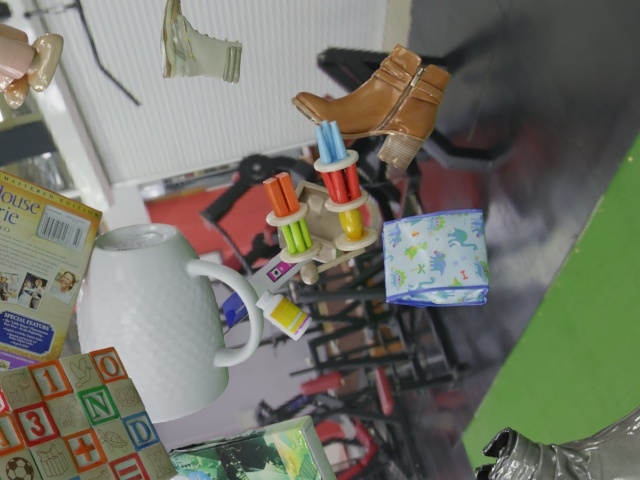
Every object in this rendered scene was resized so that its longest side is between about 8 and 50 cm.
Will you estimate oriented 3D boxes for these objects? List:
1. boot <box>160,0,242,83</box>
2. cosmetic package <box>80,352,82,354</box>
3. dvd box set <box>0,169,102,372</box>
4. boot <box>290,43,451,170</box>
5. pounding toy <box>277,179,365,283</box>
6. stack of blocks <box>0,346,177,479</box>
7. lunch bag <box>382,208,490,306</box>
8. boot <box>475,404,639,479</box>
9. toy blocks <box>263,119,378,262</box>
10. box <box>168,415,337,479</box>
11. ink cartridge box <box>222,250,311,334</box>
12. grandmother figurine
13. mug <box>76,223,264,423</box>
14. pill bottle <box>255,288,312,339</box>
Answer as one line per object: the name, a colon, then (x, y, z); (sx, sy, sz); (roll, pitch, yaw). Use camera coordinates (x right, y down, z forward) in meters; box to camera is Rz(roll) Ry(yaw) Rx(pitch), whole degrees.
boot: (-0.248, -0.415, 1.696); (0.077, 0.165, 0.213); (117, 151, -53)
cosmetic package: (-0.546, 0.277, 2.161); (0.085, 0.117, 0.231); (55, -141, -23)
dvd box set: (-0.574, 0.085, 1.388); (0.062, 0.307, 0.420); (-23, 51, 50)
boot: (0.104, -0.292, 1.616); (0.220, 0.283, 0.109); (-64, 3, 8)
pounding toy: (0.007, 0.008, 1.649); (0.094, 0.181, 0.206); (88, -156, -61)
stack of blocks: (-0.307, 0.225, 0.835); (0.297, 0.087, 0.171); (-7, -117, -60)
lunch bag: (0.169, 0.029, 1.210); (0.096, 0.151, 0.129); (77, -169, -67)
boot: (0.262, 0.226, 0.840); (0.083, 0.161, 0.246); (-79, 7, -52)
toy blocks: (-0.009, -0.057, 0.932); (0.054, 0.123, 0.148); (-81, -23, -66)
box: (-0.123, 0.480, 1.567); (0.232, 0.322, 0.058); (67, -158, -9)
ink cartridge box: (-0.104, 0.081, 1.811); (0.069, 0.371, 0.176); (48, 149, -1)
grandmother figurine: (-0.475, -0.250, 0.893); (0.342, 0.208, 0.104); (22, -126, -43)
mug: (-0.289, 0.146, 1.580); (0.276, 0.374, 0.328); (-53, -40, -64)
pill bottle: (-0.056, 0.110, 1.230); (0.083, 0.043, 0.043); (38, 171, -1)
